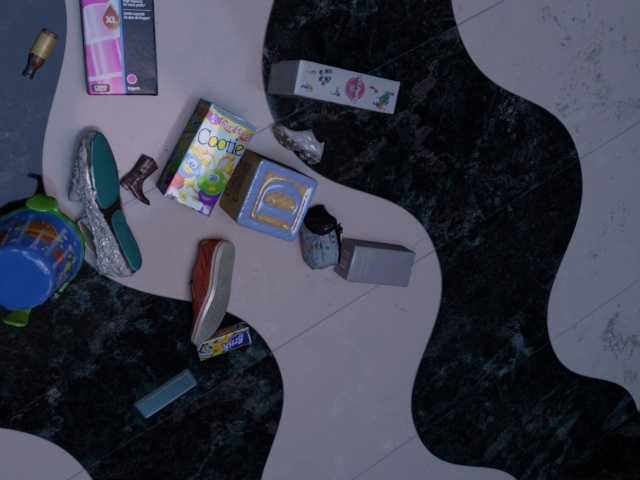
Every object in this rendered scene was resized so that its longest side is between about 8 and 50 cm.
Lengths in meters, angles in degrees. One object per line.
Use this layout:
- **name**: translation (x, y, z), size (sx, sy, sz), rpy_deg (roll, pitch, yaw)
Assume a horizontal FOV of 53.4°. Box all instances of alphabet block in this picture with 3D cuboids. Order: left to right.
- **alphabet block**: translation (-0.152, -0.131, 1.815), size (0.192, 0.197, 0.193), rpy_deg (21, 98, -29)

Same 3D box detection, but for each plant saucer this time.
- **plant saucer**: translation (-0.476, 0.477, 1.970), size (0.192, 0.018, 0.067), rpy_deg (-34, 117, -12)

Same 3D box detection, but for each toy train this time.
- **toy train**: translation (-0.713, 0.134, 1.749), size (0.017, 0.024, 0.083), rpy_deg (38, 90, -29)

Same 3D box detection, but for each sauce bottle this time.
- **sauce bottle**: translation (-0.690, -0.455, 1.558), size (0.042, 0.042, 0.128), rpy_deg (30, 91, -29)

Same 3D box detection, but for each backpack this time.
- **backpack**: translation (0.000, 0.000, 1.968), size (0.115, 0.152, 0.181), rpy_deg (-14, 124, -14)

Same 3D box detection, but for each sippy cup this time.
- **sippy cup**: translation (-0.724, 0.055, 1.578), size (0.240, 0.224, 0.305), rpy_deg (-18, 114, -1)

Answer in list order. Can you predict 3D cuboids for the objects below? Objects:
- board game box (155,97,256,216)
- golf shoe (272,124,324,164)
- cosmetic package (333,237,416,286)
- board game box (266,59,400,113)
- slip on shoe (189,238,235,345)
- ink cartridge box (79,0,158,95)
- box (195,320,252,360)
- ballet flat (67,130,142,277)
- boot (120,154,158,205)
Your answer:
- **board game box**: translation (-0.316, -0.228, 1.740), size (0.142, 0.144, 0.275), rpy_deg (27, 94, -28)
- **golf shoe**: translation (-0.063, -0.302, 1.886), size (0.176, 0.069, 0.086), rpy_deg (34, 71, -32)
- **cosmetic package**: translation (0.181, 0.073, 2.085), size (0.238, 0.107, 0.127), rpy_deg (8, 103, -29)
- **board game box**: translation (0.032, -0.430, 1.785), size (0.304, 0.224, 0.097), rpy_deg (6, 102, -26)
- **slip on shoe**: translation (-0.335, 0.149, 1.882), size (0.123, 0.101, 0.331), rpy_deg (-12, 117, -63)
- **ink cartridge box**: translation (-0.507, -0.552, 1.599), size (0.176, 0.069, 0.370), rpy_deg (-6, 106, -22)
- **box**: translation (-0.302, 0.309, 1.972), size (0.169, 0.054, 0.059), rpy_deg (-17, 112, -18)
- **ballet flat**: translation (-0.592, -0.079, 1.681), size (0.147, 0.147, 0.408), rpy_deg (-17, 112, -18)
- **boot**: translation (-0.478, -0.167, 1.752), size (0.114, 0.037, 0.106), rpy_deg (-51, 121, -7)
